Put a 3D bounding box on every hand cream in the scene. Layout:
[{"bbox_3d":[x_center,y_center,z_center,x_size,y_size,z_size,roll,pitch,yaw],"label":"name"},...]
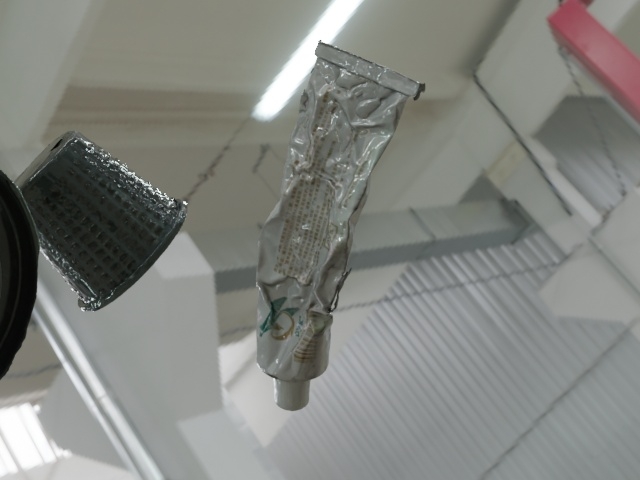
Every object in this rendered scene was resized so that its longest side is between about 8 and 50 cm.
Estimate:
[{"bbox_3d":[-0.002,0.001,0.702,0.050,0.084,0.257,-16,-55,-54],"label":"hand cream"}]

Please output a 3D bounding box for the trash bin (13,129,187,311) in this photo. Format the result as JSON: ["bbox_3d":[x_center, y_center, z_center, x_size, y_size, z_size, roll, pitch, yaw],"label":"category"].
[{"bbox_3d":[-0.268,-0.033,1.186,0.175,0.161,0.175,-39,19,17],"label":"trash bin"}]

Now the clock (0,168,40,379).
[{"bbox_3d":[-0.305,0.032,0.737,0.226,0.049,0.226,-18,-66,-48],"label":"clock"}]
